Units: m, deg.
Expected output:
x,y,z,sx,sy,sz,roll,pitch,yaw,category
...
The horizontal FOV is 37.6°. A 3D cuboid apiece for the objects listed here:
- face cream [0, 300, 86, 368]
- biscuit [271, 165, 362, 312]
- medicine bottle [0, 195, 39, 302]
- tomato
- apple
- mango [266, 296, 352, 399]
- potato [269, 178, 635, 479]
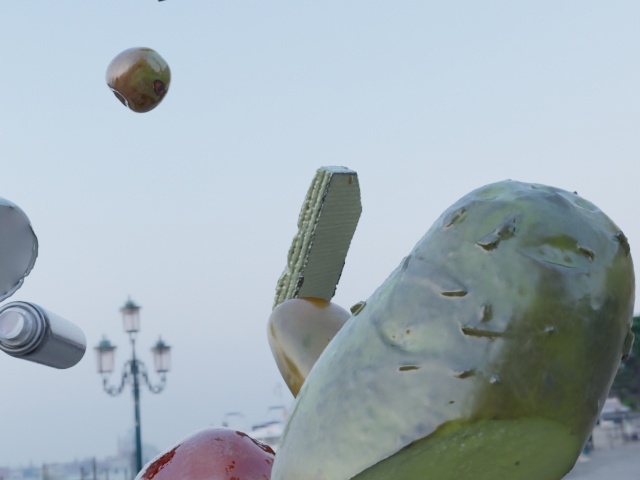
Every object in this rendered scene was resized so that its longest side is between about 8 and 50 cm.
x,y,z,sx,sy,sz,roll,pitch,yaw,category
-0.379,0.129,1.266,0.073,0.073,0.283,-4,-11,-3,face cream
0.000,0.000,1.495,0.052,0.252,0.150,25,17,23,biscuit
-0.750,-0.030,1.846,0.378,0.214,0.213,23,5,35,medicine bottle
-0.112,0.274,0.973,0.187,0.187,0.151,-14,-13,37,tomato
-0.222,-0.199,1.157,0.071,0.084,0.084,-45,-3,-15,apple
0.014,0.170,1.294,0.138,0.253,0.113,-3,-52,-26,mango
0.083,0.093,0.592,0.141,0.298,0.176,38,-3,-28,potato
